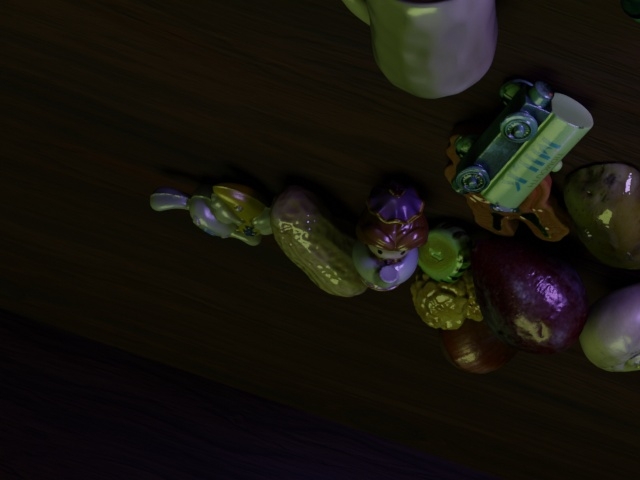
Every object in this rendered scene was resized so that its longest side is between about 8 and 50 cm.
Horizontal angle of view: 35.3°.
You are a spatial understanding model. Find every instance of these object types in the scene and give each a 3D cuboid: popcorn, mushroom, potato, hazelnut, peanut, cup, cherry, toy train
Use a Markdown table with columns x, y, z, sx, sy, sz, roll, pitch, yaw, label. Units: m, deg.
| x | y | z | sx | sy | sz | roll | pitch | yaw | label |
| --- | --- | --- | --- | --- | --- | --- | --- | --- | --- |
| 0.281 | 0.115 | 2.180 | 0.170 | 0.180 | 0.180 | -19 | 177 | -34 | popcorn |
| 0.643 | 0.188 | 1.991 | 0.246 | 0.202 | 0.246 | -16 | 150 | -10 | mushroom |
| 0.521 | -0.021 | 1.779 | 0.160 | 0.111 | 0.272 | -3 | 149 | 35 | potato |
| 0.373 | 0.213 | 2.316 | 0.214 | 0.176 | 0.214 | -18 | 162 | -6 | hazelnut |
| 0.000 | 0.000 | 2.139 | 0.152 | 0.152 | 0.313 | -8 | 139 | 44 | peanut |
| 0.111 | -0.312 | 1.360 | 0.255 | 0.173 | 0.202 | 10 | 153 | 16 | cup |
| 0.409 | 0.105 | 1.994 | 0.300 | 0.203 | 0.230 | 49 | -178 | -14 | cherry |
| 0.320 | -0.146 | 1.610 | 0.157 | 0.105 | 0.253 | 22 | 136 | -15 | toy train |

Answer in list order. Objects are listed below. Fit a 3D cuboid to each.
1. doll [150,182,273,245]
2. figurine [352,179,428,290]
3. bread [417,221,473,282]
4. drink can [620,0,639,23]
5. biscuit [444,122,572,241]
| x | y | z | sx | sy | sz | roll | pitch | yaw | label |
| --- | --- | --- | --- | --- | --- | --- | --- | --- | --- |
| -0.214 | -0.061 | 2.204 | 0.252 | 0.111 | 0.237 | 26 | 158 | -39 | doll |
| 0.136 | -0.006 | 1.998 | 0.142 | 0.189 | 0.263 | -1 | 149 | -5 | figurine |
| 0.256 | 0.021 | 2.063 | 0.071 | 0.130 | 0.139 | -18 | 159 | -40 | bread |
| 0.476 | -0.281 | 1.241 | 0.205 | 0.118 | 0.118 | 29 | 154 | -24 | drink can |
| 0.325 | -0.094 | 1.806 | 0.202 | 0.047 | 0.334 | 8 | 152 | 36 | biscuit |
